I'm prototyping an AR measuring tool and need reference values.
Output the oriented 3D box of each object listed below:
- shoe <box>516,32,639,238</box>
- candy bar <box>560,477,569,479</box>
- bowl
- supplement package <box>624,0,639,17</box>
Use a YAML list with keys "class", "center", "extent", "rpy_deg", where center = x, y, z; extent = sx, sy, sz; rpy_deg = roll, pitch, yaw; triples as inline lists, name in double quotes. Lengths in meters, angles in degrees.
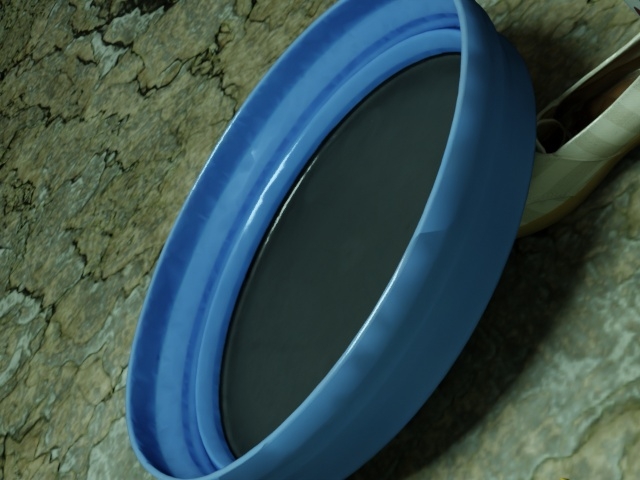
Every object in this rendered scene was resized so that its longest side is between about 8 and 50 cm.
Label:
- class: "shoe"
  center: [0.167, -0.076, 0.879]
  extent: [0.219, 0.058, 0.076]
  rpy_deg: [-36, 36, 27]
- class: "candy bar"
  center: [0.088, 0.190, 0.765]
  extent: [0.161, 0.018, 0.040]
  rpy_deg: [-43, 33, 18]
- class: "bowl"
  center: [0.000, 0.000, 0.960]
  extent: [0.391, 0.077, 0.391]
  rpy_deg: [-44, 29, 32]
- class: "supplement package"
  center: [0.253, -0.136, 0.686]
  extent: [0.149, 0.203, 0.194]
  rpy_deg: [-48, 31, 8]
